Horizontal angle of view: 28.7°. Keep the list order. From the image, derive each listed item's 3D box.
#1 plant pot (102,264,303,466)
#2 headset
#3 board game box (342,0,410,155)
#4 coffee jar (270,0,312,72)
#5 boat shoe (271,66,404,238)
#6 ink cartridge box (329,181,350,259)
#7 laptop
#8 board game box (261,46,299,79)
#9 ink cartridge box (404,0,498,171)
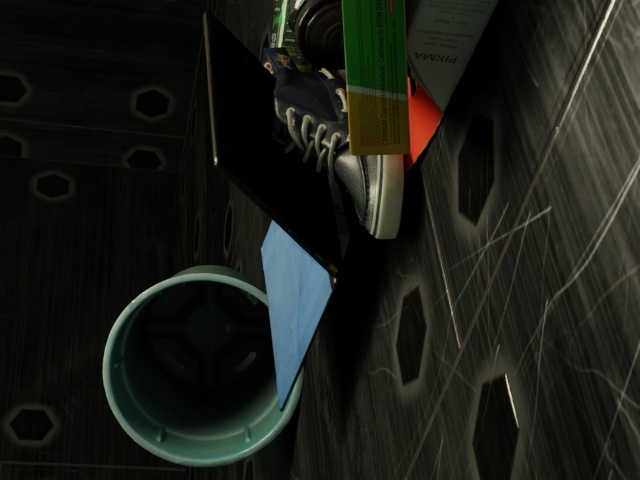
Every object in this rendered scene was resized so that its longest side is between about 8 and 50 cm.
[{"bbox_3d":[-0.209,0.196,2.284,0.334,0.341,0.341,-112,28,-80],"label":"plant pot"},{"bbox_3d":[-0.024,-0.363,1.791,0.394,0.185,0.243,86,166,-70],"label":"headset"},{"bbox_3d":[0.057,-0.249,1.404,0.316,0.064,0.242,-88,-6,-72],"label":"board game box"},{"bbox_3d":[-0.050,-0.367,2.279,0.096,0.079,0.184,-143,58,-76],"label":"coffee jar"},{"bbox_3d":[0.015,-0.119,1.650,0.340,0.158,0.127,-99,13,-56],"label":"boat shoe"},{"bbox_3d":[0.000,0.000,1.938,0.181,0.061,0.104,-101,20,-52],"label":"ink cartridge box"},{"bbox_3d":[-0.108,-0.043,1.813,0.236,0.408,0.382,-34,36,18],"label":"laptop"},{"bbox_3d":[-0.052,-0.199,2.162,0.243,0.042,0.165,-119,32,-42],"label":"board game box"},{"bbox_3d":[0.112,-0.313,1.472,0.385,0.091,0.308,115,157,-56],"label":"ink cartridge box"}]
